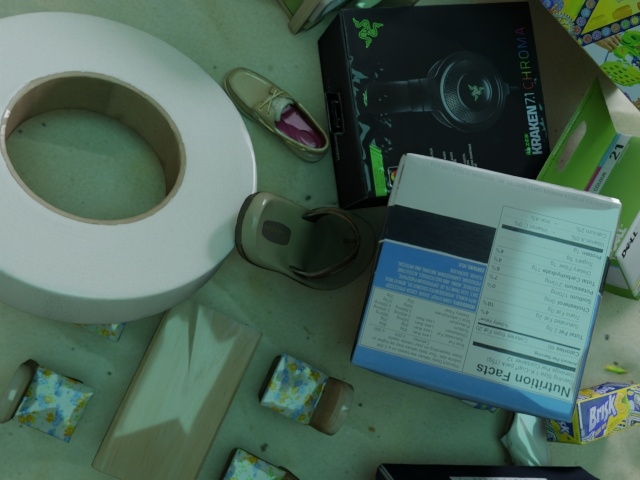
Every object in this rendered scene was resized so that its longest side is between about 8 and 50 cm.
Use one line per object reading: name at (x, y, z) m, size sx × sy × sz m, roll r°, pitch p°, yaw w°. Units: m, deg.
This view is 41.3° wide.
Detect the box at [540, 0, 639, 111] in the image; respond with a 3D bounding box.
box at (0.393, -0.336, 1.109) m, size 0.177 × 0.290 × 0.279 m, roll -41°, pitch 97°, yaw 22°

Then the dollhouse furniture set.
dollhouse furniture set at (-0.192, 0.261, 0.950) m, size 0.362 × 0.256 × 0.394 m, roll 26°, pitch 80°, yaw -11°

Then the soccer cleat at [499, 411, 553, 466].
soccer cleat at (0.287, 0.296, 1.174) m, size 0.076 × 0.068 × 0.196 m, roll -2°, pitch 85°, yaw 1°

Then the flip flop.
flip flop at (0.000, 0.000, 1.046) m, size 0.080 × 0.277 × 0.112 m, roll 2°, pitch 81°, yaw 31°

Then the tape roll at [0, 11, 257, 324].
tape roll at (-0.265, -0.092, 0.972) m, size 0.391 × 0.072 × 0.392 m, roll 13°, pitch 57°, yaw -20°

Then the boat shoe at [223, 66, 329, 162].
boat shoe at (-0.053, -0.172, 1.122) m, size 0.170 × 0.059 × 0.063 m, roll 38°, pitch 78°, yaw -9°

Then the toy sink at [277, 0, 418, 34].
toy sink at (0.002, -0.365, 1.105) m, size 0.131 × 0.153 × 0.234 m, roll -37°, pitch 96°, yaw -14°

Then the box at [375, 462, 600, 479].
box at (0.211, 0.494, 1.021) m, size 0.293 × 0.212 × 0.396 m, roll 4°, pitch 97°, yaw -15°

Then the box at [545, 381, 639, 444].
box at (0.377, 0.236, 1.167) m, size 0.168 × 0.054 × 0.059 m, roll -2°, pitch 86°, yaw -41°

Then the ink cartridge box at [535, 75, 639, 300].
ink cartridge box at (0.399, -0.064, 1.142) m, size 0.189 × 0.097 × 0.255 m, roll -57°, pitch 138°, yaw -12°

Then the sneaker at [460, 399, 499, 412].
sneaker at (0.225, 0.163, 1.170) m, size 0.059 × 0.053 × 0.144 m, roll 8°, pitch 83°, yaw -12°

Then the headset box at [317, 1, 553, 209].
headset box at (0.140, -0.178, 1.135) m, size 0.283 × 0.131 × 0.247 m, roll -6°, pitch 86°, yaw -14°

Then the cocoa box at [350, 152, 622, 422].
cocoa box at (0.182, 0.071, 0.989) m, size 0.231 × 0.347 × 0.228 m, roll 14°, pitch 82°, yaw 10°
